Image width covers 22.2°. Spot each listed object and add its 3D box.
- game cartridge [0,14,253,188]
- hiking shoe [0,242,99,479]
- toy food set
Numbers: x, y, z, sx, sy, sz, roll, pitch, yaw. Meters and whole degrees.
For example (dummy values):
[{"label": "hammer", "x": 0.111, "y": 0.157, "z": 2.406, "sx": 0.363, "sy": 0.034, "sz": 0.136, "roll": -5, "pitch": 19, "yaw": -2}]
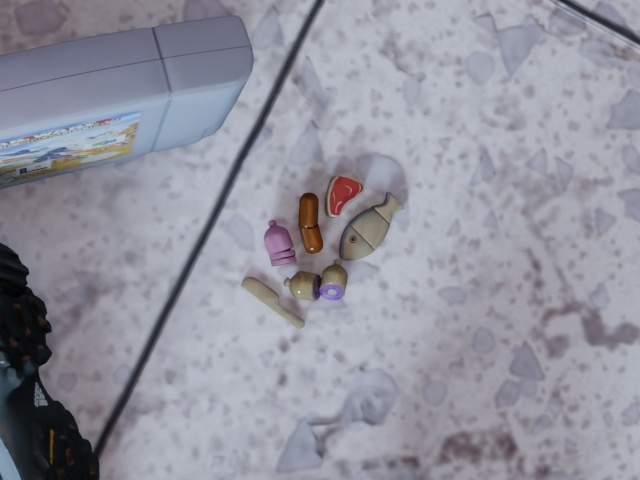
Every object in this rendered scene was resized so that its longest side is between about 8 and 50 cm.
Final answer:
[{"label": "game cartridge", "x": -0.195, "y": -0.077, "z": 1.073, "sx": 0.297, "sy": 0.198, "sz": 0.062, "roll": -14, "pitch": 89, "yaw": -11}, {"label": "hiking shoe", "x": -0.234, "y": 0.151, "z": 1.114, "sx": 0.132, "sy": 0.113, "sz": 0.304, "roll": -11, "pitch": 95, "yaw": 19}, {"label": "toy food set", "x": 0.000, "y": 0.000, "z": 1.194, "sx": 0.078, "sy": 0.019, "sz": 0.122, "roll": 37, "pitch": 81, "yaw": -6}]
